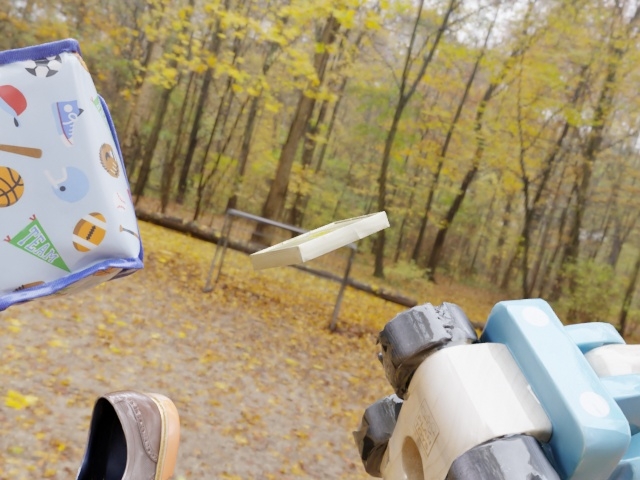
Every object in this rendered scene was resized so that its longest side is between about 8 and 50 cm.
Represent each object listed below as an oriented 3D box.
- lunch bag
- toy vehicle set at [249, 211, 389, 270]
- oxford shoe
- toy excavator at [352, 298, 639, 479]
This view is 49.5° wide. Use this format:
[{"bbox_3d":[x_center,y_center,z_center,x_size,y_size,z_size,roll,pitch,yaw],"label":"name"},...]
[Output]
[{"bbox_3d":[-0.407,-0.077,1.043,0.238,0.328,0.385,-15,0,-21],"label":"lunch bag"},{"bbox_3d":[0.000,0.000,1.487,0.266,0.035,0.165,-22,7,-41],"label":"toy vehicle set"},{"bbox_3d":[-0.278,0.380,0.907,0.129,0.364,0.132,-10,-22,22],"label":"oxford shoe"},{"bbox_3d":[0.296,0.157,0.713,0.444,0.433,0.222,-3,41,-18],"label":"toy excavator"}]
